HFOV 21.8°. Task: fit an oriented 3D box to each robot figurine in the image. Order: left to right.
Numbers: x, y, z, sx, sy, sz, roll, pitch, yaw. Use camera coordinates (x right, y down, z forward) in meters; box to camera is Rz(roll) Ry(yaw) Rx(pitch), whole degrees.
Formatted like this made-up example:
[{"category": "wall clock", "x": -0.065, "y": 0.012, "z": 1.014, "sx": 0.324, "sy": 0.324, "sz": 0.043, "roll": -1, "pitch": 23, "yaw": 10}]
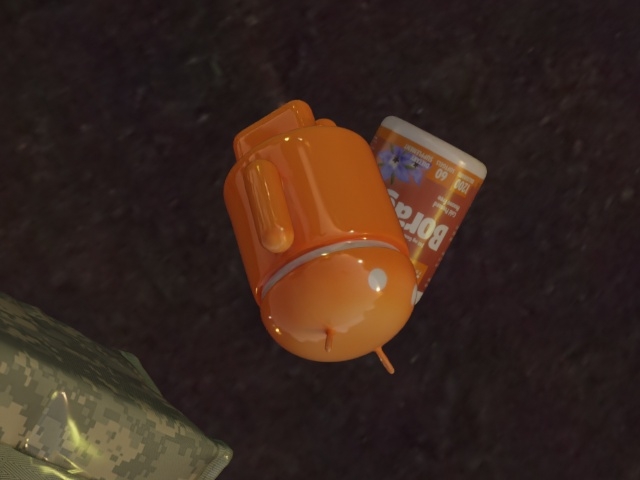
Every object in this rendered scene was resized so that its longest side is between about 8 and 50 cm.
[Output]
[{"category": "robot figurine", "x": 0.001, "y": 0.000, "z": 1.282, "sx": 0.158, "sy": 0.128, "sz": 0.219, "roll": 101, "pitch": 154, "yaw": -57}]

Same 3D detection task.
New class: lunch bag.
[{"category": "lunch bag", "x": -0.234, "y": 0.170, "z": 0.934, "sx": 0.287, "sy": 0.235, "sz": 0.169, "roll": -55, "pitch": 42, "yaw": 2}]

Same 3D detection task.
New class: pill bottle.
[{"category": "pill bottle", "x": 0.071, "y": -0.008, "z": 1.693, "sx": 0.121, "sy": 0.121, "sz": 0.216, "roll": 28, "pitch": 94, "yaw": 13}]
